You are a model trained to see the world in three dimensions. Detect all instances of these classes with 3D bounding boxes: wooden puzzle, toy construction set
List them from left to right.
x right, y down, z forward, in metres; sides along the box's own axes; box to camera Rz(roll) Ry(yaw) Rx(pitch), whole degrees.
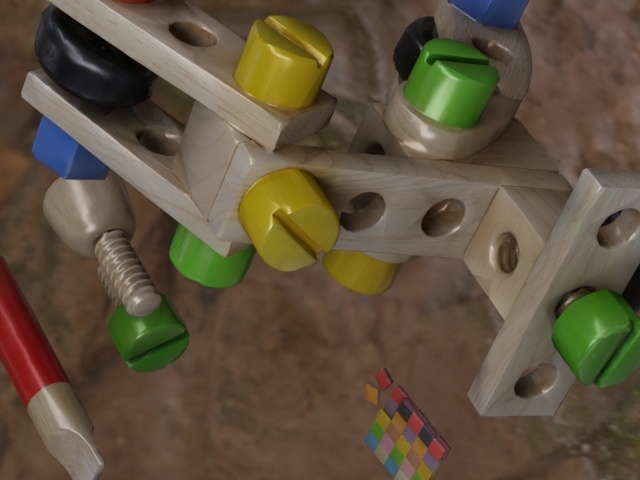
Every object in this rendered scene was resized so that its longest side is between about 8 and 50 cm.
[{"bbox_3d":[0.000,0.000,0.778,0.309,0.257,0.237,-44,53,15],"label":"toy construction set"},{"bbox_3d":[0.048,0.114,1.032,0.083,0.006,0.049,50,137,27],"label":"wooden puzzle"}]
